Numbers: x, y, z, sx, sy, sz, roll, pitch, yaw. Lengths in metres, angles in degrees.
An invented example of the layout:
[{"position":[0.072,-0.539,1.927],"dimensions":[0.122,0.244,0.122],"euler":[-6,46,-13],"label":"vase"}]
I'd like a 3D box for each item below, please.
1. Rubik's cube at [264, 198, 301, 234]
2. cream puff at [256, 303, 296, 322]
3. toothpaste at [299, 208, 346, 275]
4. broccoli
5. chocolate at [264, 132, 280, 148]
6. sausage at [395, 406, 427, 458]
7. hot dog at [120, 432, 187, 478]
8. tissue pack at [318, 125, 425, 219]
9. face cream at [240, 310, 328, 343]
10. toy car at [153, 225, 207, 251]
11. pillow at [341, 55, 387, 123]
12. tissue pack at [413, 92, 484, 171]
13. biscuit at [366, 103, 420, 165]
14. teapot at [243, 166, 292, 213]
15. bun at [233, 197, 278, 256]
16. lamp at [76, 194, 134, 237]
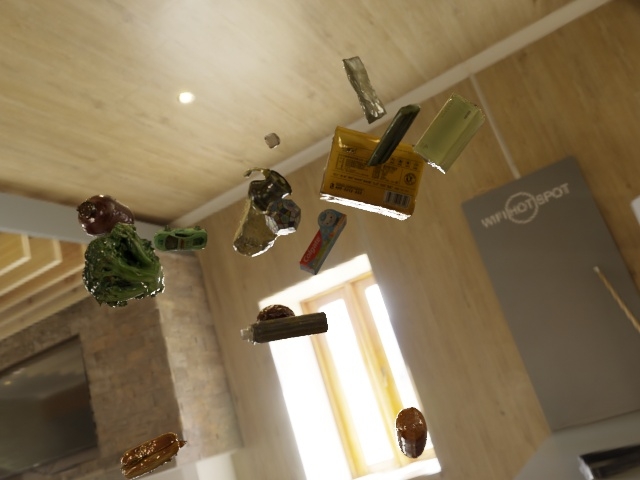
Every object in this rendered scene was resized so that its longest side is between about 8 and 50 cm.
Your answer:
[{"position":[-0.108,-0.070,1.692],"dimensions":[0.093,0.111,0.111],"euler":[15,-10,16],"label":"Rubik's cube"},{"position":[-0.153,0.277,2.009],"dimensions":[0.149,0.084,0.149],"euler":[-6,-49,-7],"label":"cream puff"},{"position":[0.000,0.000,1.607],"dimensions":[0.070,0.193,0.044],"euler":[24,-27,15],"label":"toothpaste"},{"position":[-0.583,0.084,1.758],"dimensions":[0.246,0.264,0.294],"euler":[16,-6,10],"label":"broccoli"},{"position":[-0.203,-0.437,2.511],"dimensions":[0.031,0.064,0.101],"euler":[-32,10,-28],"label":"chocolate"},{"position":[0.281,0.594,1.789],"dimensions":[0.105,0.105,0.274],"euler":[-17,-36,-2],"label":"sausage"},{"position":[-0.608,0.776,2.095],"dimensions":[0.270,0.109,0.072],"euler":[-25,-35,6],"label":"hot dog"},{"position":[0.205,-0.267,2.330],"dimensions":[0.382,0.293,0.228],"euler":[13,1,-4],"label":"tissue pack"},{"position":[-0.115,0.286,1.884],"dimensions":[0.284,0.073,0.073],"euler":[-7,-19,-15],"label":"face cream"},{"position":[-0.476,0.002,1.985],"dimensions":[0.186,0.058,0.093],"euler":[-3,-56,-29],"label":"toy car"},{"position":[0.144,-0.506,1.939],"dimensions":[0.050,0.229,0.148],"euler":[-21,13,27],"label":"pillow"},{"position":[0.436,-0.359,1.959],"dimensions":[0.234,0.125,0.159],"euler":[-55,-18,9],"label":"tissue pack"},{"position":[0.256,-0.363,2.031],"dimensions":[0.099,0.038,0.322],"euler":[-21,-19,-28],"label":"biscuit"},{"position":[-0.171,-0.165,1.834],"dimensions":[0.119,0.165,0.130],"euler":[-40,-8,18],"label":"teapot"},{"position":[-0.275,-0.091,2.723],"dimensions":[0.202,0.364,0.364],"euler":[17,-27,-12],"label":"bun"},{"position":[-0.852,-0.084,2.307],"dimensions":[0.180,0.180,0.258],"euler":[-21,-24,12],"label":"lamp"}]
